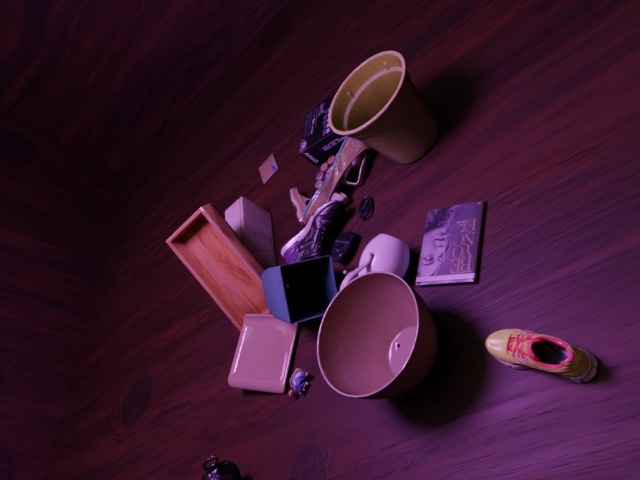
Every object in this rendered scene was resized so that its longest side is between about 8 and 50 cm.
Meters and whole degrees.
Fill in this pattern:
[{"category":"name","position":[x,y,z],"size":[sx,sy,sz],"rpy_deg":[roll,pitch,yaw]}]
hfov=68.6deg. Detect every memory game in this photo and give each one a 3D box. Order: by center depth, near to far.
[{"category":"memory game","position":[0.048,-0.244,1.699],"size":[0.186,0.012,0.186],"rpy_deg":[-29,46,35]}]

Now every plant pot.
[{"category":"plant pot","position":[0.159,0.235,1.085],"size":[0.284,0.191,0.283],"rpy_deg":[-28,47,35]},{"category":"plant pot","position":[0.209,-0.365,1.395],"size":[0.276,0.254,0.275],"rpy_deg":[-29,45,34]},{"category":"plant pot","position":[-0.083,0.145,1.416],"size":[0.234,0.166,0.165],"rpy_deg":[-10,91,60]}]

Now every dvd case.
[{"category":"dvd case","position":[0.329,0.009,1.192],"size":[0.165,0.018,0.221],"rpy_deg":[-10,58,45]}]

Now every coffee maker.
[{"category":"coffee maker","position":[-0.253,0.700,1.253],"size":[0.120,0.171,0.178],"rpy_deg":[-40,39,-2]}]

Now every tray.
[{"category":"tray","position":[-0.317,0.096,1.593],"size":[0.203,0.410,0.076],"rpy_deg":[-38,3,25]}]

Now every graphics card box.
[{"category":"graphics card box","position":[0.088,-0.455,1.727],"size":[0.371,0.094,0.232],"rpy_deg":[-24,46,36]}]

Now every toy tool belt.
[{"category":"toy tool belt","position":[-0.062,0.409,1.335],"size":[0.051,0.052,0.083],"rpy_deg":[-2,64,58]}]

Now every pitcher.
[{"category":"pitcher","position":[0.139,0.082,1.226],"size":[0.126,0.178,0.207],"rpy_deg":[18,80,43]}]

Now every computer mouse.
[{"category":"computer mouse","position":[0.107,-0.032,1.470],"size":[0.071,0.041,0.242],"rpy_deg":[12,68,53]}]

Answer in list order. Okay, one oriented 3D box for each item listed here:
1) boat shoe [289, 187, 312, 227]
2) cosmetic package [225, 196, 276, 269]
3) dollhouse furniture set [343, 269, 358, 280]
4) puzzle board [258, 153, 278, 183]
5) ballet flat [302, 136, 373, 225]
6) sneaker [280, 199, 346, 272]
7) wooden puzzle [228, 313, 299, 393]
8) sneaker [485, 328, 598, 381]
[{"category":"boat shoe","position":[-0.057,-0.131,1.707],"size":[0.072,0.068,0.189],"rpy_deg":[-32,53,14]},{"category":"cosmetic package","position":[-0.267,0.000,1.769],"size":[0.113,0.160,0.309],"rpy_deg":[-38,43,25]},{"category":"dollhouse furniture set","position":[0.077,0.143,1.335],"size":[0.114,0.081,0.091],"rpy_deg":[-49,38,14]},{"category":"puzzle board","position":[-0.229,-0.317,2.070],"size":[0.096,0.011,0.128],"rpy_deg":[-43,40,18]},{"category":"ballet flat","position":[0.065,-0.187,1.569],"size":[0.123,0.123,0.348],"rpy_deg":[29,89,53]},{"category":"sneaker","position":[0.000,0.000,1.533],"size":[0.283,0.107,0.124],"rpy_deg":[-48,53,20]},{"category":"wooden puzzle","position":[-0.176,0.354,1.488],"size":[0.221,0.044,0.238],"rpy_deg":[-5,65,31]},{"category":"sneaker","position":[0.406,0.206,0.901],"size":[0.209,0.094,0.081],"rpy_deg":[0,67,51]}]
